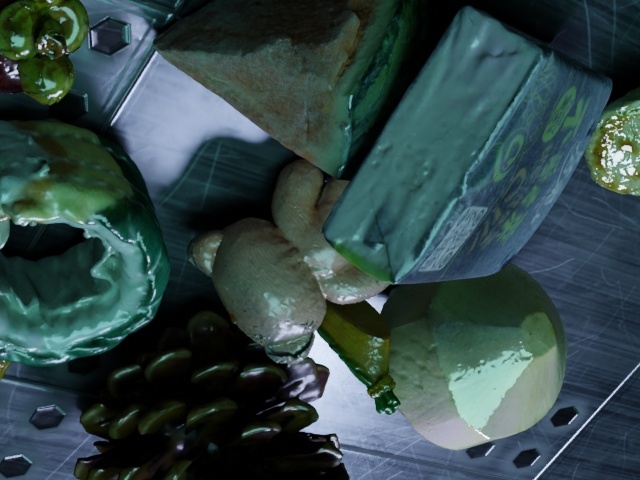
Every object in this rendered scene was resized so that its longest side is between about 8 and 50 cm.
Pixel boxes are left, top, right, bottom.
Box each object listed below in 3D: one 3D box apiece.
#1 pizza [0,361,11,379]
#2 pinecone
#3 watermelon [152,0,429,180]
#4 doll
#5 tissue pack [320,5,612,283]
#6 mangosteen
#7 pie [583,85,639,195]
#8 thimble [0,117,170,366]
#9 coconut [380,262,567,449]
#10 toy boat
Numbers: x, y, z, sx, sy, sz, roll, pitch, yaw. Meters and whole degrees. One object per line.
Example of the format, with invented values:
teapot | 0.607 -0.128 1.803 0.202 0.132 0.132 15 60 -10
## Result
pizza | -0.458 0.163 1.847 0.131 0.041 0.178 24 119 -40
pinecone | -0.116 0.305 1.922 0.384 0.384 0.384 -12 134 -12
watermelon | -0.004 -0.166 1.656 0.292 0.283 0.250 -11 125 24
doll | 0.000 0.000 1.868 0.303 0.156 0.201 -37 95 -12
tissue pack | 0.177 -0.092 1.668 0.288 0.124 0.394 -58 162 12
mangosteen | -0.303 -0.219 1.482 0.166 0.180 0.166 -29 131 -41
pie | 0.448 -0.146 1.930 0.247 0.090 0.201 -15 146 -9
thimble | -0.308 -0.001 1.688 0.254 0.167 0.288 -25 137 -2
coconut | 0.201 0.140 1.968 0.259 0.259 0.259 -12 134 -12
toy boat | 0.029 0.122 1.918 0.089 0.229 0.088 -5 128 -44
